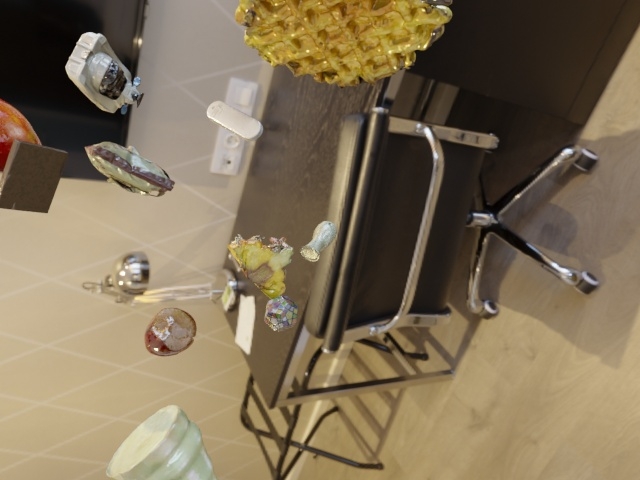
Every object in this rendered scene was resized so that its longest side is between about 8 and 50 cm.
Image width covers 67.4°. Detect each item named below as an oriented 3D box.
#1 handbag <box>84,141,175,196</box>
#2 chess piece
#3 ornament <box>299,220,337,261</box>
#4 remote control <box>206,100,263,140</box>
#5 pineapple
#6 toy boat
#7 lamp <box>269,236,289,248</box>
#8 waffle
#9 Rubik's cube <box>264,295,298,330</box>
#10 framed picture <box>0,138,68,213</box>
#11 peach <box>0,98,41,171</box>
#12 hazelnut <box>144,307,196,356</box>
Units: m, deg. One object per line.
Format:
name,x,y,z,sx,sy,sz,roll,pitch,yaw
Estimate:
handbag,-0.567,-0.213,1.410,0.213,0.235,0.127,11,76,54
chess piece,-0.338,0.680,1.303,0.442,0.234,0.234,54,152,-16
ornament,0.000,0.000,1.565,0.075,0.156,0.081,9,130,26
remote control,-0.288,-0.400,1.597,0.245,0.022,0.077,32,83,28
pineapple,-0.180,0.048,1.478,0.164,0.250,0.140,-49,34,-11
toy boat,-0.538,-0.410,1.233,0.269,0.140,0.141,64,-158,-80
lamp,-0.130,0.017,1.594,0.083,0.063,0.031,49,131,48
waffle,0.038,-0.425,0.931,0.379,0.382,0.095,153,126,-62
Rubik's cube,-0.117,0.218,1.433,0.111,0.093,0.111,11,117,23
framed picture,-0.707,-0.153,1.175,0.023,0.128,0.168,29,100,26
peach,-0.917,-0.261,1.269,0.281,0.338,0.281,-31,43,35
hazelnut,-0.439,0.268,1.395,0.143,0.154,0.143,26,138,25
